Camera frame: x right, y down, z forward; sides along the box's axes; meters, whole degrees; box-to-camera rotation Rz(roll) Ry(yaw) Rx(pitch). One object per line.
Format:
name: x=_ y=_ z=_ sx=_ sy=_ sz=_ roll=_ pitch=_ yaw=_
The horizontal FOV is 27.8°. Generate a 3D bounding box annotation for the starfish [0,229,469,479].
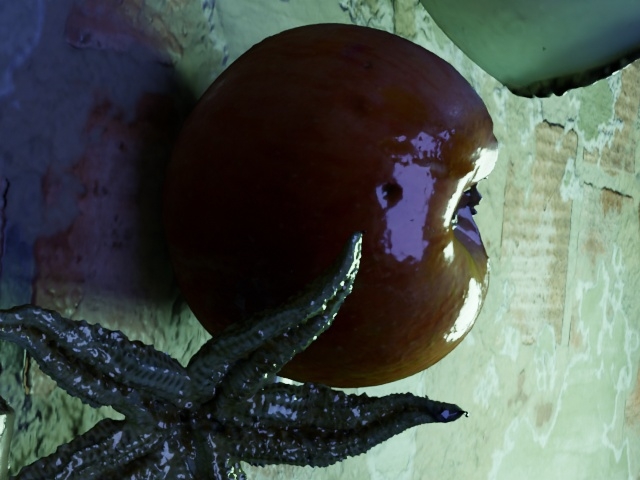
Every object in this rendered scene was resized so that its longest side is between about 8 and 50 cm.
starfish: x=-0.089 y=0.119 z=0.895 sx=0.347 sy=0.078 sz=0.358 roll=-43 pitch=118 yaw=2

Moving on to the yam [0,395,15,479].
yam: x=-0.255 y=0.178 z=0.730 sx=0.129 sy=0.128 sz=0.238 roll=39 pitch=62 yaw=-71

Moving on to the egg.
egg: x=0.207 y=-0.366 z=1.205 sx=0.340 sy=0.354 sz=0.354 roll=49 pitch=51 yaw=-21

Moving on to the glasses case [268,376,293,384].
glasses case: x=-0.042 y=0.144 z=1.152 sx=0.032 sy=0.021 sz=0.083 roll=33 pitch=66 yaw=-56

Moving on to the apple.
apple: x=0.000 y=0.000 z=0.986 sx=0.163 sy=0.251 sz=0.293 roll=-52 pitch=135 yaw=-52
